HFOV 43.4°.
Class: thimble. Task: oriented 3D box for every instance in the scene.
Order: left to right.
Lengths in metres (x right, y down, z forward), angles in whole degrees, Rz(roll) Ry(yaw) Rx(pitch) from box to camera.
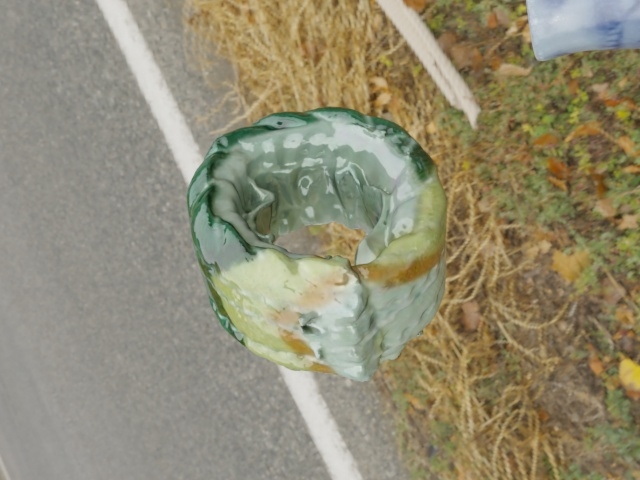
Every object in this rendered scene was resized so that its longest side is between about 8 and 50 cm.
[{"bbox_3d":[0.000,0.000,0.824,0.167,0.254,0.288,80,170,-46],"label":"thimble"}]

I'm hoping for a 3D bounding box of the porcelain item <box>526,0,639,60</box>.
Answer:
[{"bbox_3d":[0.280,-0.191,0.571,0.259,0.141,0.141,-7,106,22],"label":"porcelain item"}]
